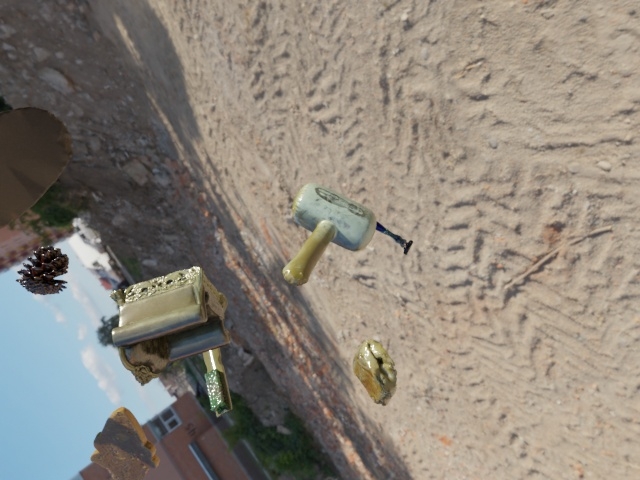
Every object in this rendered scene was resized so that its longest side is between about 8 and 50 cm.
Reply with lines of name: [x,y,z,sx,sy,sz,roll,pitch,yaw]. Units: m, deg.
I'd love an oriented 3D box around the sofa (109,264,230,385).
sofa: [-0.305,0.194,1.003,0.258,0.199,0.182,84,167,-65]

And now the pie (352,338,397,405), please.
pie: [0.112,0.280,0.966,0.129,0.068,0.282,60,167,20]

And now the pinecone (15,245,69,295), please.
pinecone: [-0.454,0.050,0.764,0.077,0.077,0.084,142,137,-68]

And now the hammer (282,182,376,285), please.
hammer: [0.000,0.000,0.996,0.201,0.305,0.113,25,130,5]

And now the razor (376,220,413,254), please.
razor: [0.186,-0.018,1.245,0.154,0.044,0.028,32,172,-15]

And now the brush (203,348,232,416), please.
brush: [-0.310,0.362,1.325,0.048,0.054,0.283,52,-169,-51]

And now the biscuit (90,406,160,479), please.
biscuit: [-0.445,0.475,1.053,0.035,0.162,0.250,-83,2,-64]

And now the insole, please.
insole: [-0.403,-0.024,0.485,0.007,0.328,0.111,20,153,42]
